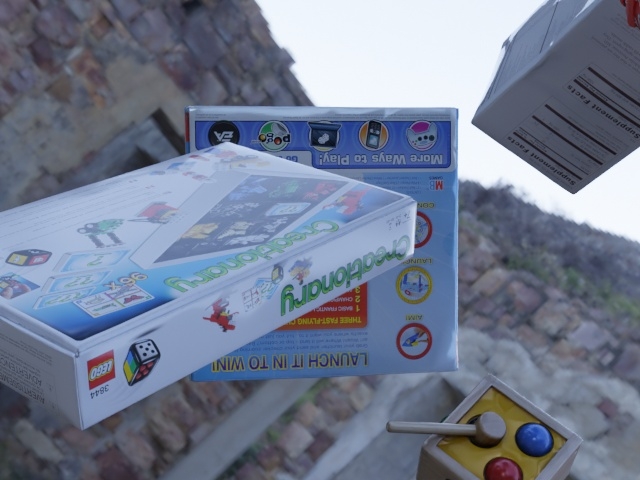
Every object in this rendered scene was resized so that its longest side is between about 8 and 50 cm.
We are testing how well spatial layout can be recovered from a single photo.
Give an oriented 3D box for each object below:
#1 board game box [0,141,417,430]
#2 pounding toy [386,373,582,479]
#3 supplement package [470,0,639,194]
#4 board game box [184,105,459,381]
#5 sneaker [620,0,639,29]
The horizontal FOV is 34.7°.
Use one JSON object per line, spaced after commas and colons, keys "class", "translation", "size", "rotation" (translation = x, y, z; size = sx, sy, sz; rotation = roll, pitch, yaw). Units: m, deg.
{"class": "board game box", "translation": [-0.101, 0.009, 0.687], "size": [0.193, 0.305, 0.053], "rotation": [20, -61, 36]}
{"class": "pounding toy", "translation": [0.152, 0.200, 0.979], "size": [0.141, 0.130, 0.100], "rotation": [35, -32, 25]}
{"class": "supplement package", "translation": [0.275, -0.178, 0.957], "size": [0.133, 0.139, 0.244], "rotation": [33, -36, -10]}
{"class": "board game box", "translation": [0.000, 0.000, 1.171], "size": [0.086, 0.308, 0.302], "rotation": [-157, -113, -80]}
{"class": "sneaker", "translation": [0.204, -0.189, 0.654], "size": [0.145, 0.270, 0.090], "rotation": [19, -36, 17]}
